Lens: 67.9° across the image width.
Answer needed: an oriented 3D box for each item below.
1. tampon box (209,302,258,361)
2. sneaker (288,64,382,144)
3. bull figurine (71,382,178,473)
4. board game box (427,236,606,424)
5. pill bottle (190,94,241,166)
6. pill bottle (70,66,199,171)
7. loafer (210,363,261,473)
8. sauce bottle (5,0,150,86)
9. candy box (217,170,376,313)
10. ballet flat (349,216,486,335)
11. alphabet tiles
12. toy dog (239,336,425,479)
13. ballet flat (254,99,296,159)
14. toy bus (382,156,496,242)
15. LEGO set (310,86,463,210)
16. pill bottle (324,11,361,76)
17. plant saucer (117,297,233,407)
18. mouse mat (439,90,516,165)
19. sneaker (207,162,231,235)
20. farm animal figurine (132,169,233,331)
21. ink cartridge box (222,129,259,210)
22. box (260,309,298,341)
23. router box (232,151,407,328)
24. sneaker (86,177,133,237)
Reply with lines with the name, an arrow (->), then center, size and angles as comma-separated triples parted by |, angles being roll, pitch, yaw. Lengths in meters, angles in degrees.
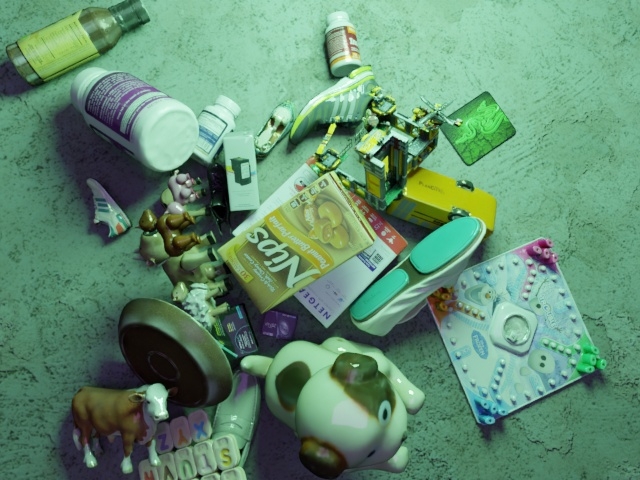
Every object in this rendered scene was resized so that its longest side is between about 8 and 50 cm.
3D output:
tampon box -> -0.245, 0.235, 1.153 | 0.160, 0.101, 0.121 | -18, 86, -8
sneaker -> 0.045, -0.338, 1.253 | 0.300, 0.111, 0.121 | -38, 93, -7
bull figurine -> -0.439, 0.407, 1.063 | 0.310, 0.101, 0.189 | -5, 84, 29
board game box -> 0.523, 0.235, 1.268 | 0.389, 0.050, 0.390 | -22, 86, -8
pill bottle -> -0.276, -0.282, 1.214 | 0.094, 0.094, 0.169 | 31, 81, -2
pill bottle -> -0.447, -0.297, 1.124 | 0.301, 0.169, 0.169 | 32, 80, 22
loafer -> -0.207, 0.459, 1.127 | 0.112, 0.111, 0.320 | 10, 82, -5
sauce bottle -> -0.599, -0.511, 1.198 | 0.344, 0.111, 0.111 | -31, 88, -11
candy box -> -0.053, 0.007, 1.080 | 0.316, 0.087, 0.183 | -33, 93, 16
ballet flat -> 0.253, 0.099, 1.189 | 0.400, 0.139, 0.139 | -40, 89, 9
alphabet tiles -> -0.294, 0.541, 1.077 | 0.284, 0.021, 0.278 | -24, 74, 20
toy dog -> 0.037, 0.327, 1.007 | 0.395, 0.408, 0.285 | 34, 79, -8
ballet flat -> -0.120, -0.295, 1.248 | 0.070, 0.070, 0.188 | 30, 81, -2
toy bus -> 0.287, -0.103, 1.232 | 0.332, 0.130, 0.108 | 19, 64, -4
LEGO set -> 0.138, -0.248, 1.103 | 0.331, 0.192, 0.255 | -39, 62, -15
pill bottle -> 0.058, -0.530, 1.284 | 0.086, 0.086, 0.152 | -10, 85, -8
plant saucer -> -0.337, 0.266, 1.057 | 0.310, 0.311, 0.050 | 40, 40, -1
mouse mat -> 0.445, -0.318, 1.345 | 0.189, 0.007, 0.153 | -35, 88, -10
sneaker -> -0.249, -0.104, 1.182 | 0.051, 0.089, 0.170 | -9, 109, -4
farm animal figurine -> -0.330, 0.020, 1.105 | 0.172, 0.330, 0.327 | -20, 110, 0
ink cartridge box -> -0.192, -0.174, 1.164 | 0.072, 0.127, 0.175 | -5, 108, -6
box -> -0.105, 0.216, 1.214 | 0.083, 0.018, 0.067 | 15, 82, -5
router box -> 0.000, 0.000, 1.218 | 0.335, 0.082, 0.301 | 45, 81, 0
sneaker -> -0.542, -0.079, 1.178 | 0.075, 0.057, 0.161 | -39, 92, -15
